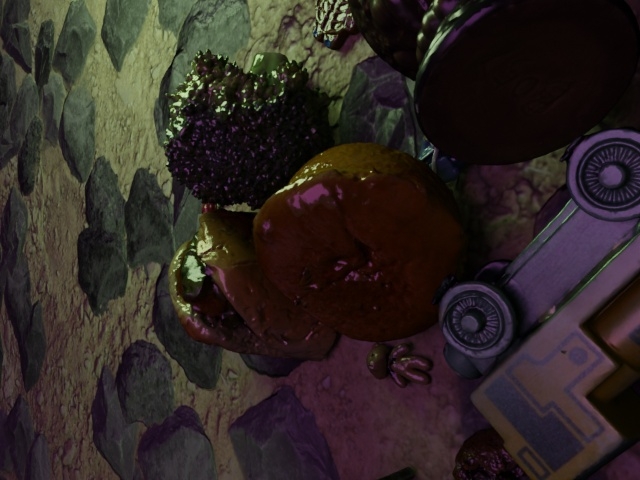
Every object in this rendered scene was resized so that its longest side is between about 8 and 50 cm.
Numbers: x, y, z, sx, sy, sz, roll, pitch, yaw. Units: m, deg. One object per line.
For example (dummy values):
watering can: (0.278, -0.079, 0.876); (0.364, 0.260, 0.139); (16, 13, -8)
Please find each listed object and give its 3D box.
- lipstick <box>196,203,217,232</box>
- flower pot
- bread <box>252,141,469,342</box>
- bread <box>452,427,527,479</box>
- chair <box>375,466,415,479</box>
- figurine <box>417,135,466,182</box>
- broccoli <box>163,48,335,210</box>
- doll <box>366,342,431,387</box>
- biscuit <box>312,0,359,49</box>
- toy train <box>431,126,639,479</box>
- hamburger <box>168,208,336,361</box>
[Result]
lipstick: (-0.220, 0.003, 1.148); (0.063, 0.057, 0.186); (0, 85, 49)
flower pot: (0.165, -0.232, 0.593); (0.266, 0.267, 0.267); (-39, 44, 37)
bread: (0.054, -0.001, 0.736); (0.268, 0.268, 0.145); (-41, 21, 36)
bread: (0.199, 0.272, 0.714); (0.082, 0.060, 0.113); (38, 116, 36)
chair: (0.037, 0.446, 0.814); (0.270, 0.136, 0.147); (-47, 59, 31)
figurine: (0.136, -0.093, 0.789); (0.149, 0.087, 0.086); (-35, 64, 21)
broccoli: (-0.118, -0.176, 0.944); (0.288, 0.235, 0.259); (8, 96, 8)
doll: (0.108, 0.171, 0.834); (0.093, 0.051, 0.061); (4, 90, 16)
biscuit: (0.042, -0.383, 0.925); (0.124, 0.026, 0.175); (46, 119, 37)
toy train: (0.283, 0.050, 0.590); (0.237, 0.150, 0.369); (49, 121, 25)
hamburger: (-0.135, 0.065, 0.955); (0.330, 0.209, 0.162); (46, 120, 34)
